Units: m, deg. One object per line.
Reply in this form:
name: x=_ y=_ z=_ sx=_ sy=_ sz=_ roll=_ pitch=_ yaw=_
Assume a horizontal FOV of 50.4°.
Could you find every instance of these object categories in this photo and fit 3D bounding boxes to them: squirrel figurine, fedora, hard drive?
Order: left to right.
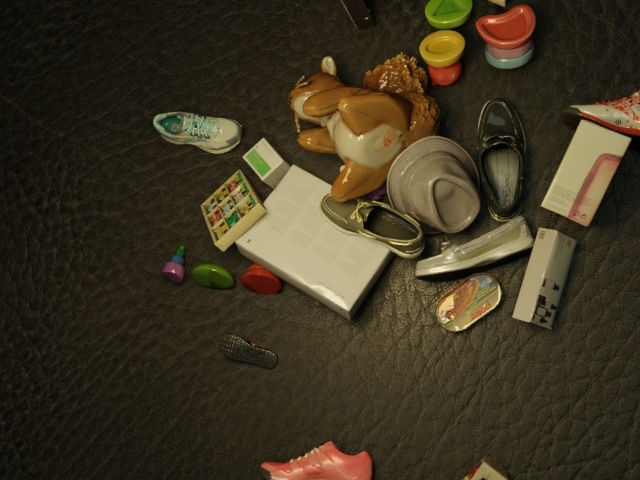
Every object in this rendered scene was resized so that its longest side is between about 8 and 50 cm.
hard drive: x=0.075 y=-0.759 z=1.868 sx=0.064 sy=0.339 sz=0.237 roll=-9 pitch=80 yaw=16
squirrel figurine: x=0.112 y=-0.348 z=1.840 sx=0.396 sy=0.281 sz=0.370 roll=-20 pitch=39 yaw=-19
fedora: x=0.312 y=-0.119 z=1.745 sx=0.243 sy=0.275 sz=0.124 roll=-35 pitch=31 yaw=1

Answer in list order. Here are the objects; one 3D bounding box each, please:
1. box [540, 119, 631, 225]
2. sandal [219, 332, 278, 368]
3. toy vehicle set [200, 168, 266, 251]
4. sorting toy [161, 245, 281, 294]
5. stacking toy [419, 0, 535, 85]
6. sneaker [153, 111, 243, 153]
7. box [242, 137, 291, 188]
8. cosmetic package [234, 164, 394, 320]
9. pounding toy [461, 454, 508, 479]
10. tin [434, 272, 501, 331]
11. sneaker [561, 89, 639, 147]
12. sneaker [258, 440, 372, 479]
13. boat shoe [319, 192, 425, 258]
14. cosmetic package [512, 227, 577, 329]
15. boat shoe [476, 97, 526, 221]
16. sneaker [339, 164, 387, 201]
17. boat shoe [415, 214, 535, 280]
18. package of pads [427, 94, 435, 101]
box: x=0.658 y=-0.166 z=1.694 sx=0.126 sy=0.148 sz=0.232 roll=26 pitch=102 yaw=16
sandal: x=-0.207 y=0.319 z=1.951 sx=0.179 sy=0.040 sz=0.067 roll=21 pitch=94 yaw=3
toy vehicle set: x=-0.252 y=-0.092 z=1.933 sx=0.166 sy=0.035 sz=0.267 roll=-43 pitch=32 yaw=5
sorting toy: x=-0.278 y=0.065 z=1.983 sx=0.365 sy=0.127 sz=0.126 roll=4 pitch=60 yaw=14
stacking toy: x=0.430 y=-0.564 z=1.888 sx=0.308 sy=0.130 sz=0.280 roll=-8 pitch=54 yaw=12
sneaker: x=-0.374 y=-0.330 z=2.044 sx=0.283 sy=0.122 sz=0.110 roll=5 pitch=84 yaw=16
box: x=-0.151 y=-0.223 z=1.976 sx=0.087 sy=0.102 sz=0.101 roll=-42 pitch=72 yaw=4
cosmetic package: x=0.000 y=0.000 z=1.865 sx=0.377 sy=0.097 sz=0.284 roll=31 pitch=70 yaw=18
pounding toy: x=0.385 y=0.610 z=1.689 sx=0.100 sy=0.130 sz=0.141 roll=36 pitch=93 yaw=18
tin: x=0.392 y=0.165 z=1.802 sx=0.189 sy=0.040 sz=0.106 roll=-36 pitch=70 yaw=8
sneaker: x=0.773 y=-0.332 z=1.745 sx=0.270 sy=0.090 sz=0.145 roll=22 pitch=76 yaw=25
sneaker: x=-0.007 y=0.606 z=1.827 sx=0.313 sy=0.116 sz=0.136 roll=5 pitch=73 yaw=9
boat shoe: x=0.133 y=-0.056 z=1.775 sx=0.305 sy=0.091 sz=0.109 roll=26 pitch=70 yaw=16
cosmetic package: x=0.571 y=0.097 z=1.722 sx=0.060 sy=0.098 sz=0.239 roll=14 pitch=86 yaw=53
boat shoe: x=0.476 y=-0.224 z=1.794 sx=0.127 sy=0.113 sz=0.340 roll=1 pitch=82 yaw=16
sneaker: x=0.167 y=-0.157 z=1.889 sx=0.236 sy=0.095 sz=0.105 roll=2 pitch=89 yaw=21
boat shoe: x=0.397 y=0.028 z=1.784 sx=0.320 sy=0.118 sz=0.103 roll=-19 pitch=71 yaw=8
package of pads: x=0.281 y=-0.370 z=1.912 sx=0.050 sy=0.032 sz=0.083 roll=33 pitch=91 yaw=18
